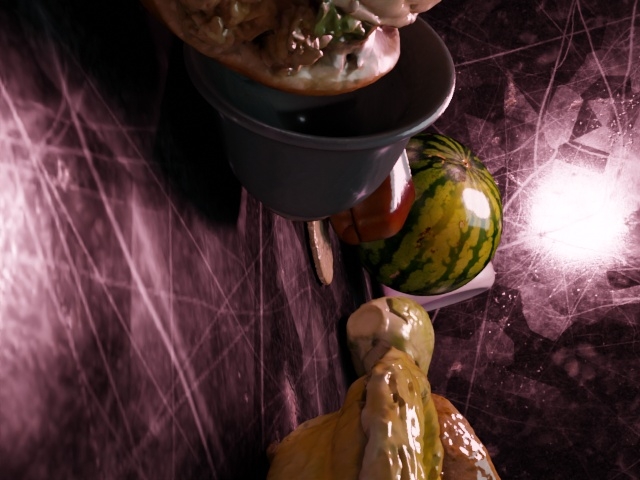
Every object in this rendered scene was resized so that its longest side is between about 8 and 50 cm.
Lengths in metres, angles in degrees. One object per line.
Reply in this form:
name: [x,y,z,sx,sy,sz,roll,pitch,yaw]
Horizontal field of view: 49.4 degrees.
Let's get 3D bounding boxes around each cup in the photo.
cup: [-0.008,-0.091,0.560,0.150,0.198,0.199,101,-10,-49]

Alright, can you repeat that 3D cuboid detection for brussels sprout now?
brussels sprout: [0.103,0.155,1.056,0.145,0.131,0.183,-56,140,-45]

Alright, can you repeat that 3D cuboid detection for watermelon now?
watermelon: [0.183,-0.043,1.253,0.285,0.284,0.285,-10,90,-81]

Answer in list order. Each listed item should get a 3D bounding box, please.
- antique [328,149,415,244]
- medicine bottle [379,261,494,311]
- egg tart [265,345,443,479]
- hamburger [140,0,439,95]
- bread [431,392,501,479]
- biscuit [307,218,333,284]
antique: [0.054,-0.125,0.993,0.224,0.128,0.278,65,13,-58]
medicine bottle: [0.235,-0.011,1.601,0.256,0.255,0.325,47,26,-73]
egg tart: [0.038,0.253,0.529,0.345,0.132,0.346,-10,90,-80]
hamburger: [-0.025,-0.212,0.418,0.243,0.146,0.286,48,41,1]
bread: [0.127,0.309,0.881,0.230,0.122,0.230,39,-43,48]
biscuit: [0.000,0.000,0.915,0.120,0.015,0.120,-9,90,-81]
